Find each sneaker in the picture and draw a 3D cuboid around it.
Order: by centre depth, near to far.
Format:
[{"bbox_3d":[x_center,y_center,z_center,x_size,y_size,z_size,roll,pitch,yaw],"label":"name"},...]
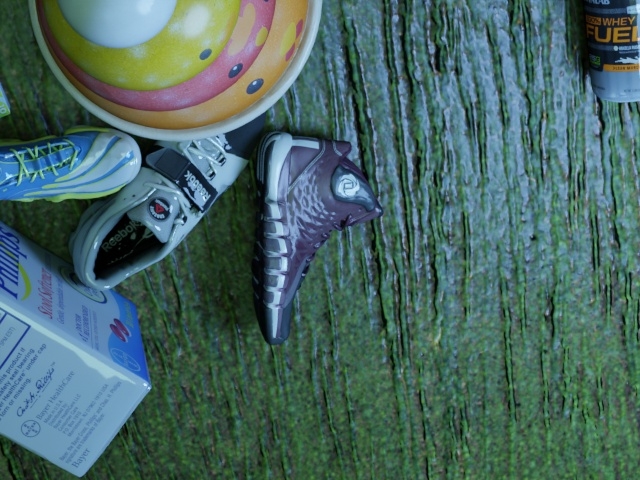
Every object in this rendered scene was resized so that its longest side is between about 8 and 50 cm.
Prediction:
[{"bbox_3d":[-0.338,-0.079,1.928,0.240,0.126,0.091,-6,102,19],"label":"sneaker"},{"bbox_3d":[-0.179,-0.060,1.995,0.122,0.146,0.330,38,98,-18],"label":"sneaker"},{"bbox_3d":[0.000,0.000,2.068,0.163,0.106,0.281,-1,109,-12],"label":"sneaker"}]

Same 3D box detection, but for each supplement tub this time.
[{"bbox_3d":[0.388,-0.278,2.025,0.117,0.117,0.190,-12,111,-5],"label":"supplement tub"}]

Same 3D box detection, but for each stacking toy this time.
[{"bbox_3d":[-0.187,-0.257,1.719,0.351,0.480,0.350,1,100,4],"label":"stacking toy"}]

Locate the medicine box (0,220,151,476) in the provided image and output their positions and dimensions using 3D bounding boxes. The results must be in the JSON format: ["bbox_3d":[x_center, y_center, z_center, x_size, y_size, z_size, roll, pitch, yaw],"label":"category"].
[{"bbox_3d":[-0.370,0.109,1.956,0.289,0.263,0.149,34,100,-19],"label":"medicine box"}]

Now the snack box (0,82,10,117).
[{"bbox_3d":[-0.446,-0.204,1.953,0.100,0.037,0.141,-21,112,-3],"label":"snack box"}]
